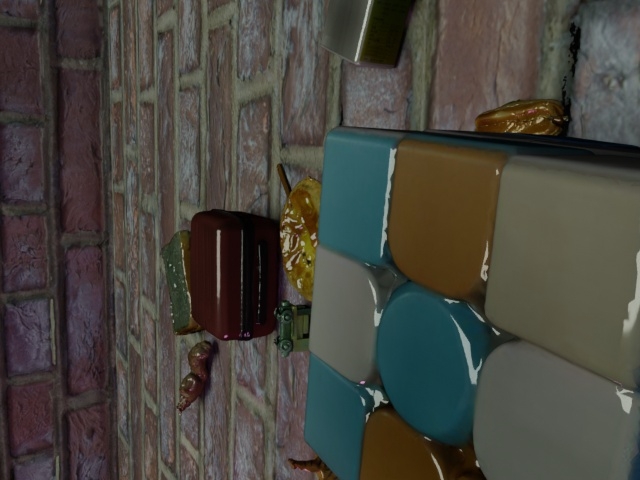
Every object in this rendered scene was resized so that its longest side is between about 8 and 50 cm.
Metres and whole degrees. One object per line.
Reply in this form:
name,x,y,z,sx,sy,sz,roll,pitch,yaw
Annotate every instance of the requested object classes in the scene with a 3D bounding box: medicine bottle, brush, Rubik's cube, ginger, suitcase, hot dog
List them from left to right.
ginger,-0.390,0.409,1.843,0.084,0.122,0.290,31,122,17
suitcase,-0.209,0.077,1.436,0.236,0.161,0.297,18,108,58
brush,-0.070,-0.104,1.329,0.043,0.014,0.170,-57,45,48
medicine bottle,0.079,-0.388,0.970,0.132,0.088,0.188,47,132,47
hot dog,0.252,-0.150,0.759,0.133,0.041,0.056,6,99,51
Rubik's cube,0.216,0.084,0.539,0.346,0.347,0.344,26,116,55

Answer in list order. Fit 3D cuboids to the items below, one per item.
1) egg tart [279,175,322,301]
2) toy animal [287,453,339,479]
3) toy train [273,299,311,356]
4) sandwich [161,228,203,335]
egg tart,0.000,0.000,1.132,0.241,0.106,0.241,13,104,61
toy animal,0.042,0.491,1.142,0.255,0.116,0.114,48,156,39
toy train,-0.058,0.186,1.272,0.050,0.081,0.122,-160,70,-66
sandwich,-0.400,0.130,1.817,0.271,0.099,0.301,144,118,-63
